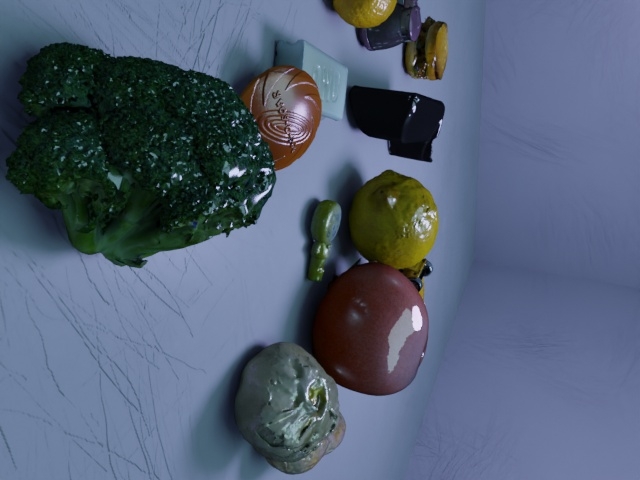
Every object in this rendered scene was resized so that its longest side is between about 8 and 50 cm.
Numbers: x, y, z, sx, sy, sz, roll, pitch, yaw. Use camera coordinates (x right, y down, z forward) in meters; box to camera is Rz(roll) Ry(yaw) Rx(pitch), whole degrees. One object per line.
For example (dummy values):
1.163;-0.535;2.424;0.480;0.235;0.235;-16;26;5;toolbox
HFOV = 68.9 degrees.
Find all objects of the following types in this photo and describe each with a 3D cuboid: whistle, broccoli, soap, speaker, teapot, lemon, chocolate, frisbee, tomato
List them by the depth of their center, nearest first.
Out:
-0.184;-0.086;0.531;0.245;0.265;0.295;-46;147;9;broccoli
-0.067;-0.206;0.818;0.192;0.035;0.191;-27;136;-30;frisbee
-0.017;-0.313;0.932;0.198;0.067;0.118;-10;110;-63;soap
0.097;-0.534;1.003;0.187;0.142;0.142;-46;139;-56;lemon
0.000;0.000;1.105;0.104;0.057;0.198;-14;120;-68;whistle
-0.027;0.468;1.117;0.309;0.134;0.134;19;81;-63;chocolate
0.179;-0.548;1.153;0.116;0.146;0.148;7;93;-64;teapot
0.144;0.228;1.192;0.341;0.273;0.341;-40;145;-36;tomato
0.196;-0.052;1.262;0.319;0.246;0.245;61;45;-59;lemon
0.220;-0.313;1.299;0.388;0.180;0.183;-21;122;-61;speaker

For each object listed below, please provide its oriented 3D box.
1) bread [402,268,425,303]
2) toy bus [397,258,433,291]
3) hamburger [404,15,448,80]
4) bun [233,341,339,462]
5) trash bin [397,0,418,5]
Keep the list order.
0.271;0.202;1.617;0.195;0.143;0.269;-46;142;-36;bread
0.233;0.193;1.432;0.121;0.123;0.335;-46;155;-49;toy bus
0.343;-0.616;1.500;0.182;0.118;0.190;-47;142;-54;hamburger
-0.058;0.321;0.935;0.239;0.141;0.238;26;54;-41;bun
0.229;-0.630;1.329;0.130;0.059;0.115;-32;127;-55;trash bin
